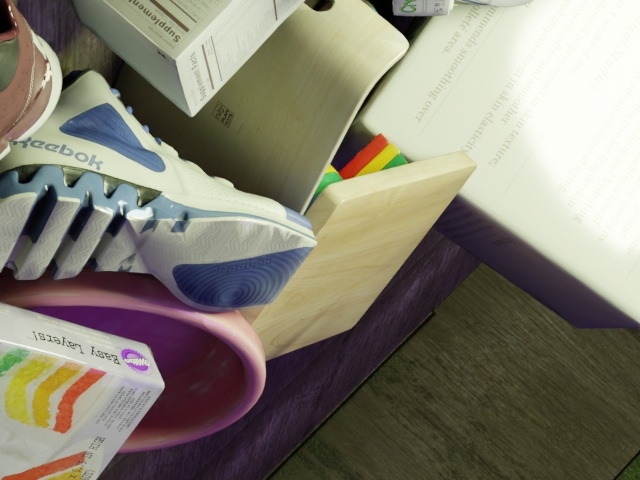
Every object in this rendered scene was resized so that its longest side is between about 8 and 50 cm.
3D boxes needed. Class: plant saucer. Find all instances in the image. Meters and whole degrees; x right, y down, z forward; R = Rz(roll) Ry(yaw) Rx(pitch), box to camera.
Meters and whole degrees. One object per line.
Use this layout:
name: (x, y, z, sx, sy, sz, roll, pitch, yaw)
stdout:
plant saucer: (-0.217, 0.099, 1.838, 0.332, 0.332, 0.084, 110, -19, -58)

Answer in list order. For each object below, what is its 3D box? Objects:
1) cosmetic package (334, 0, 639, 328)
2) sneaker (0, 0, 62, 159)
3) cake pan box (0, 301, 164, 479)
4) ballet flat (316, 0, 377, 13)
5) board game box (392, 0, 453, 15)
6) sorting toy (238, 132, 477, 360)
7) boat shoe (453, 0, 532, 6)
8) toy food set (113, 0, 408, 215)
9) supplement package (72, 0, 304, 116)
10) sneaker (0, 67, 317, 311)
cosmetic package: (0.267, -0.136, 2.240, 0.329, 0.393, 0.327, -55, -176, -6)
sneaker: (-0.307, -0.072, 1.430, 0.281, 0.106, 0.162, -56, 165, -17)
cake pan box: (-0.306, 0.173, 1.700, 0.245, 0.070, 0.267, 22, 116, -37)
ballet flat: (-0.036, -0.132, 2.135, 0.106, 0.107, 0.316, -23, 151, -48)
board game box: (0.078, -0.353, 1.531, 0.193, 0.053, 0.305, 86, 3, -72)
sorting toy: (0.000, 0.000, 2.002, 0.257, 0.089, 0.255, -16, 148, -54)
boat shoe: (0.107, -0.291, 1.988, 0.302, 0.109, 0.094, 4, 166, -37)
toy food set: (-0.061, -0.133, 1.768, 0.092, 0.219, 0.306, -37, 163, -44)
supplement package: (-0.076, -0.245, 1.580, 0.244, 0.134, 0.139, -47, 167, -11)
sneaker: (-0.159, -0.057, 1.676, 0.315, 0.182, 0.127, 11, 137, -32)
